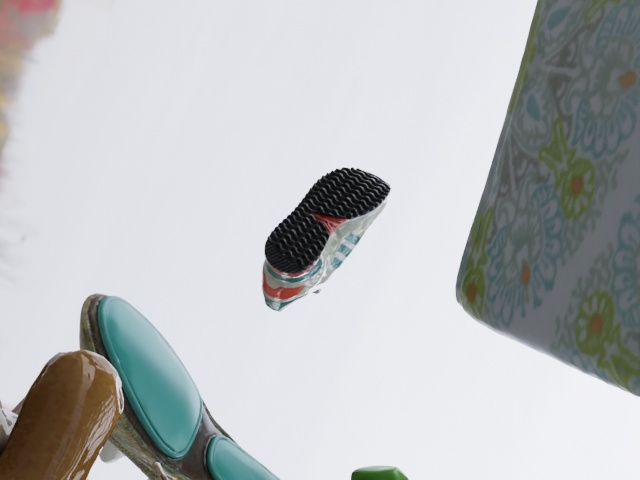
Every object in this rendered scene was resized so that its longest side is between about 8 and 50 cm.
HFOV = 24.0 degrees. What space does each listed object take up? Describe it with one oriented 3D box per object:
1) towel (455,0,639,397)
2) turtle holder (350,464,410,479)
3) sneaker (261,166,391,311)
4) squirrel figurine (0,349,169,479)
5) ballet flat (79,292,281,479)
[{"bbox_3d":[0.226,-0.065,0.983,0.374,0.090,0.320,-155,-101,-69],"label":"towel"},{"bbox_3d":[0.065,0.330,1.307,0.243,0.320,0.227,2,-81,41],"label":"turtle holder"},{"bbox_3d":[0.000,0.000,1.280,0.161,0.057,0.075,-44,160,-42],"label":"sneaker"},{"bbox_3d":[-0.264,0.254,1.097,0.397,0.370,0.281,-52,-166,-16],"label":"squirrel figurine"},{"bbox_3d":[-0.146,0.203,1.453,0.123,0.348,0.123,-33,-158,16],"label":"ballet flat"}]
